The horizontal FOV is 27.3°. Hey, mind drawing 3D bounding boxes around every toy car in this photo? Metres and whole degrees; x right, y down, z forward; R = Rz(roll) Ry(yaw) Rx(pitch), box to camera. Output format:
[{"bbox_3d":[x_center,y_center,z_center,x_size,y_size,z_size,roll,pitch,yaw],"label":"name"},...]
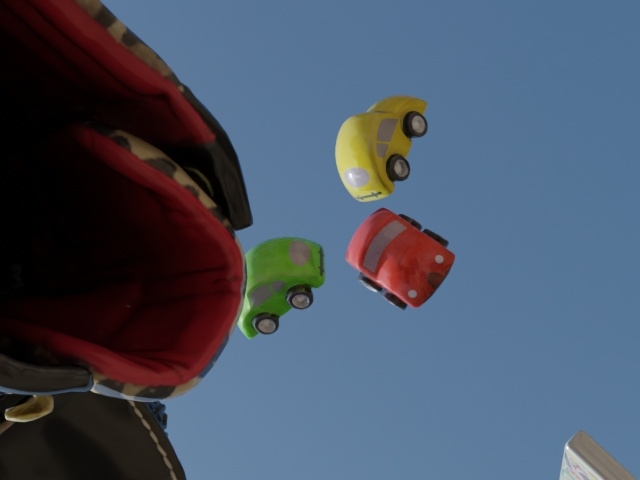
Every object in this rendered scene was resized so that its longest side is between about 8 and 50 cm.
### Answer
[{"bbox_3d":[0.000,0.000,1.051,0.053,0.239,0.225,36,-59,-28],"label":"toy car"}]

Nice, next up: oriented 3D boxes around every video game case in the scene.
[{"bbox_3d":[0.306,0.283,1.187,0.026,0.206,0.227,-41,-113,-11],"label":"video game case"}]

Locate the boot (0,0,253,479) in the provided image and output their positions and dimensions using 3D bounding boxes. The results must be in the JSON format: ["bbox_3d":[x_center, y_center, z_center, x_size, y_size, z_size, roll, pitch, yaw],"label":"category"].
[{"bbox_3d":[-0.132,0.029,0.519,0.138,0.284,0.377,-50,-62,-28],"label":"boot"}]

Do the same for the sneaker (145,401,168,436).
[{"bbox_3d":[-0.187,0.115,0.860,0.271,0.108,0.100,52,-134,-49],"label":"sneaker"}]
